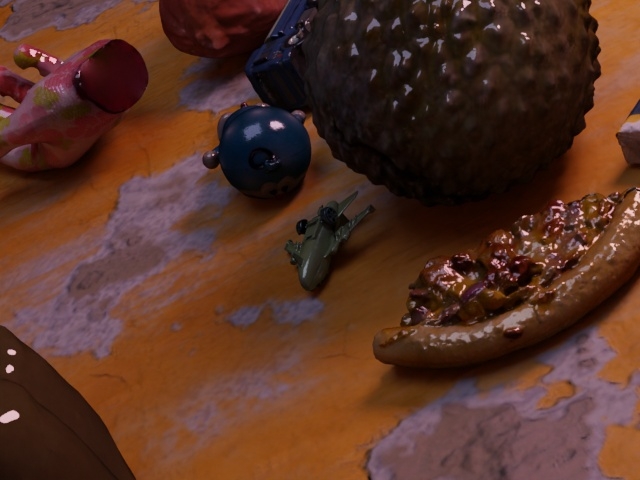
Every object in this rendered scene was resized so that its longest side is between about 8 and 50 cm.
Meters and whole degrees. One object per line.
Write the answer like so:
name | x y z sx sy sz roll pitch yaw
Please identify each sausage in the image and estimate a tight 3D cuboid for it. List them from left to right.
sausage | -0.086 -0.291 1.907 0.148 0.148 0.254 -6 39 33

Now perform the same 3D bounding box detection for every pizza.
pizza | 0.151 0.030 1.334 0.246 0.058 0.127 -21 32 9

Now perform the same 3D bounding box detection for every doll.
doll | -0.056 -0.089 1.654 0.114 0.085 0.152 -20 20 -8

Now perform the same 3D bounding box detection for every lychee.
lychee | 0.110 -0.159 1.467 0.255 0.274 0.255 6 32 -4

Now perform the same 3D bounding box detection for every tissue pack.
tissue pack | 0.287 -0.100 1.429 0.062 0.042 0.083 2 43 44

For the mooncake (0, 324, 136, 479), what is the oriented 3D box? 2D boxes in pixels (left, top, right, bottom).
mooncake | -0.326 0.226 1.297 0.378 0.201 0.378 -20 32 13

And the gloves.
gloves | -0.290 -0.135 1.874 0.241 0.126 0.145 -27 44 49

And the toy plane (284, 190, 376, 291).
toy plane | 0.000 0.000 1.516 0.102 0.040 0.111 -28 24 40

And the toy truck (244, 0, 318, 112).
toy truck | -0.012 -0.215 1.802 0.088 0.074 0.202 -13 34 33
